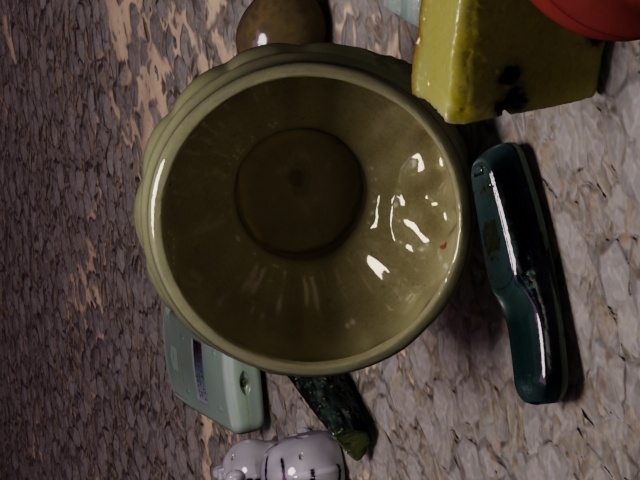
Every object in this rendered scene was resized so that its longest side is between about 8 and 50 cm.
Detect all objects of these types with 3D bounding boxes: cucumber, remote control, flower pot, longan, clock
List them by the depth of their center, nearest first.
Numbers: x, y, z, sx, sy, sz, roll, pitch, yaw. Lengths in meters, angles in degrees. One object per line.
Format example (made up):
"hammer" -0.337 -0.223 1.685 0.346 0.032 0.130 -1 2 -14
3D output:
"remote control" 0.168 0.028 1.543 0.072 0.042 0.222 156 105 -71
"flower pot" -0.014 -0.040 1.674 0.244 0.307 0.307 -113 18 -78
"longan" -0.039 -0.217 1.917 0.113 0.092 0.113 21 -90 -78
"cucumber" 0.002 0.147 2.015 0.211 0.062 0.078 50 178 44
"clock" -0.048 0.263 2.098 0.176 0.117 0.080 176 85 -68
"remote control" -0.142 0.162 2.387 0.296 0.056 0.140 -166 70 -69

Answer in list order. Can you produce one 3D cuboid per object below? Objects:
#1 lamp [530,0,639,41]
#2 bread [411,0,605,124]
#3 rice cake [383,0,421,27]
"lamp" 0.200 -0.231 1.114 0.227 0.227 0.227 171 90 -69
"bread" 0.155 -0.260 1.323 0.077 0.138 0.361 -128 35 -49
"rice cake" 0.091 -0.299 1.603 0.127 0.043 0.237 -137 43 -57
